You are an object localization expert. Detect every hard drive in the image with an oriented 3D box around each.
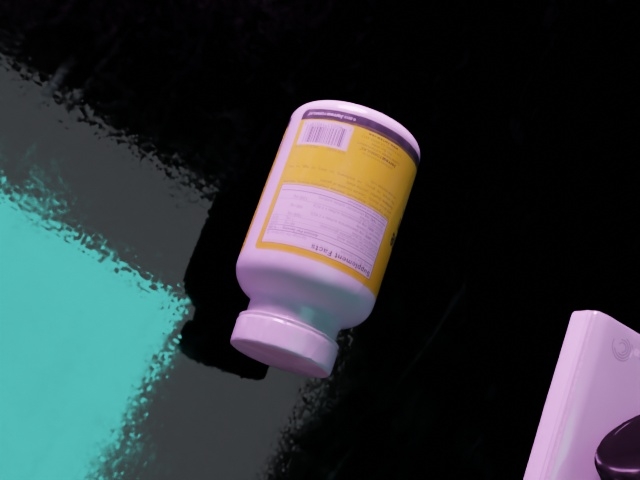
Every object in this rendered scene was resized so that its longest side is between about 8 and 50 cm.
[{"bbox_3d":[0.257,0.242,0.888,0.203,0.040,0.308,29,70,-22],"label":"hard drive"}]

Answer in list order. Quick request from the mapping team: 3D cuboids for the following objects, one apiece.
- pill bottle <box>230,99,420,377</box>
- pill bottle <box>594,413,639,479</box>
[{"bbox_3d":[0.000,0.000,0.746,0.103,0.103,0.184,27,71,-23],"label":"pill bottle"},{"bbox_3d":[0.314,0.249,0.824,0.122,0.122,0.219,-26,96,-29],"label":"pill bottle"}]
